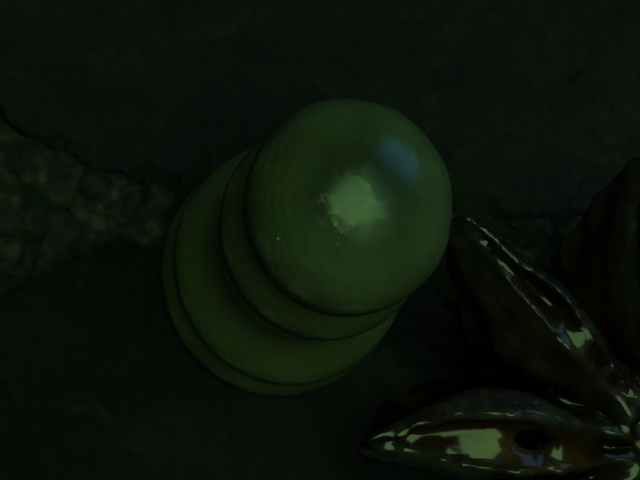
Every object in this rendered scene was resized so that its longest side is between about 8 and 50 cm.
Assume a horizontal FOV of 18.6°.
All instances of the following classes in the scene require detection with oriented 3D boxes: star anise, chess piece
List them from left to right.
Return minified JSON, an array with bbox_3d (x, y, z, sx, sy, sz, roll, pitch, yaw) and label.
[{"bbox_3d":[0.000,0.000,1.026,0.144,0.251,0.144,2,80,-12],"label":"chess piece"},{"bbox_3d":[0.160,0.113,1.100,0.332,0.118,0.331,3,84,-28],"label":"star anise"}]
